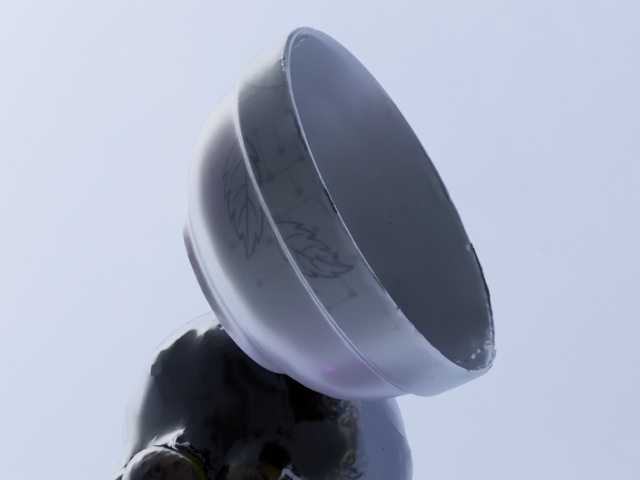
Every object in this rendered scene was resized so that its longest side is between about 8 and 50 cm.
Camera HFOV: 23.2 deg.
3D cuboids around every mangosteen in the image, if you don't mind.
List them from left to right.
[{"bbox_3d":[-0.063,0.199,1.347,0.287,0.233,0.287,-9,-122,15],"label":"mangosteen"}]

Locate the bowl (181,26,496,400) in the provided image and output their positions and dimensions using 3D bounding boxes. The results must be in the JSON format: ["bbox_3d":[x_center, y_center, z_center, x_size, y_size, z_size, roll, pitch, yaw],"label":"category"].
[{"bbox_3d":[0.000,0.000,1.159,0.144,0.287,0.287,-30,-115,19],"label":"bowl"}]
